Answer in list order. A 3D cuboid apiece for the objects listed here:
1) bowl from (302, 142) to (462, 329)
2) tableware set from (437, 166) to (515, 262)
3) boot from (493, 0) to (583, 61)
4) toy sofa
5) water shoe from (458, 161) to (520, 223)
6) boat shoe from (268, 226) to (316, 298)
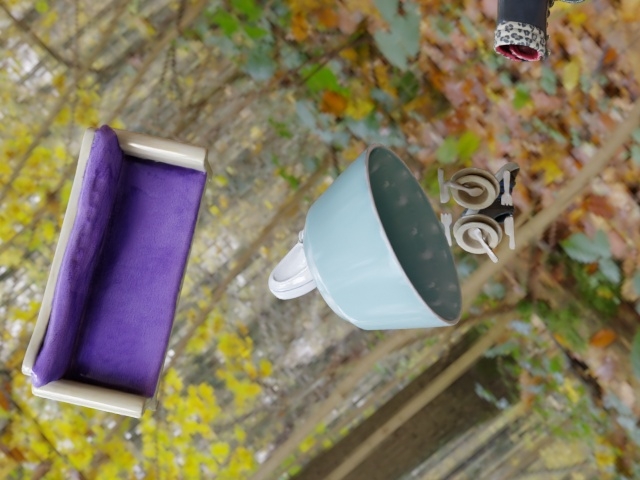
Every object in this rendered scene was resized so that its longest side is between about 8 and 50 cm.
[{"bbox_3d":[0.086,0.019,1.718,0.311,0.163,0.311,49,-155,-34],"label":"bowl"},{"bbox_3d":[0.269,-0.044,1.874,0.039,0.128,0.194,-72,-22,-43],"label":"tableware set"},{"bbox_3d":[0.345,-0.362,1.699,0.236,0.085,0.178,11,-103,-45],"label":"boot"},{"bbox_3d":[-0.256,0.039,1.409,0.150,0.362,0.177,12,170,2],"label":"toy sofa"},{"bbox_3d":[0.339,-0.070,2.066,0.080,0.203,0.073,40,146,6],"label":"water shoe"},{"bbox_3d":[0.000,0.000,1.909,0.084,0.258,0.095,43,-172,-48],"label":"boat shoe"}]
